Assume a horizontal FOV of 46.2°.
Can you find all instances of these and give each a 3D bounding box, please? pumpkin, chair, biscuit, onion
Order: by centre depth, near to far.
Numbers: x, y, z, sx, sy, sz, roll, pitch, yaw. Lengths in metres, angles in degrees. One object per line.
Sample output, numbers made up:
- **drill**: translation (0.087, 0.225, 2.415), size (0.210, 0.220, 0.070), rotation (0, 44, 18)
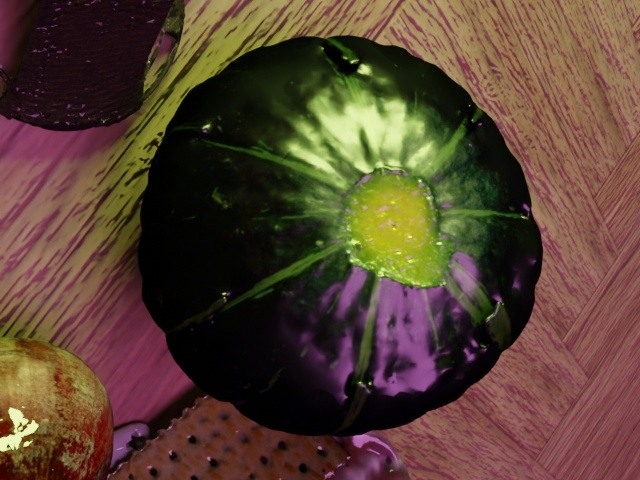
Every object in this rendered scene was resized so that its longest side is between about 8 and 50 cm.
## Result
- **chair**: translation (-0.138, -0.174, 0.459), size (0.174, 0.149, 0.213), rotation (-14, 162, -41)
- **onion**: translation (-0.204, 0.149, 0.485), size (0.159, 0.195, 0.160), rotation (-12, 113, -30)
- **pumpkin**: translation (0.000, 0.000, 0.582), size (0.295, 0.295, 0.296), rotation (-21, 124, -34)
- **biscuit**: translation (-0.099, 0.216, 0.639), size (0.231, 0.139, 0.016), rotation (-39, 162, -26)

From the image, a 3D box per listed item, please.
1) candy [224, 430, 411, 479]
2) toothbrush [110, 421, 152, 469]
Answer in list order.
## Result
- **candy**: translation (-0.036, 0.290, 0.709), size (0.289, 0.157, 0.214), rotation (-30, 96, -21)
- **toothbrush**: translation (-0.299, 0.218, 0.555), size (0.386, 0.040, 0.040), rotation (-18, 122, -40)
